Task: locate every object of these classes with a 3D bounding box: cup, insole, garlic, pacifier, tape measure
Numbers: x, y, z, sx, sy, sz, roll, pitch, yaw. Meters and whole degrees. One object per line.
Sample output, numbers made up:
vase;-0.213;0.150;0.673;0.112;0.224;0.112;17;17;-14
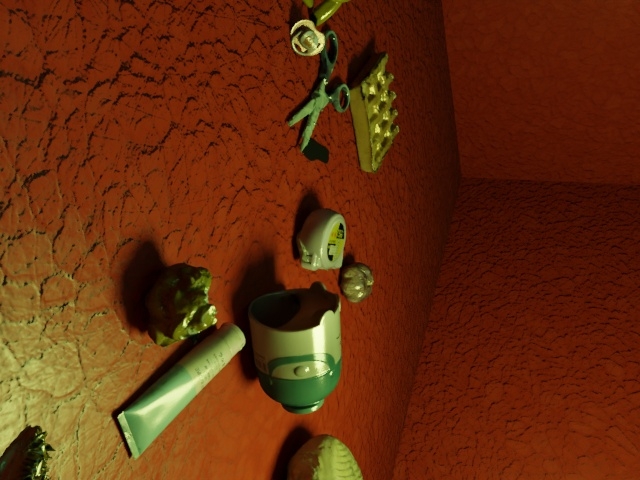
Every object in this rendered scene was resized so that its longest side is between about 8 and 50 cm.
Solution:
cup;-0.061;0.245;1.363;0.289;0.219;0.257;-112;-163;-68
insole;-0.011;-0.257;1.584;0.188;0.004;0.064;4;92;-67
garlic;0.130;0.144;1.878;0.159;0.102;0.147;58;45;-54
pacifier;-0.039;-0.524;1.406;0.099;0.081;0.078;39;23;-39
tape measure;0.002;-0.003;1.564;0.196;0.105;0.178;14;90;-65

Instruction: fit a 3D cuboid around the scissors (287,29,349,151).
scissors;-0.005;-0.402;1.540;0.256;0.029;0.383;72;34;-41

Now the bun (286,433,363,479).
bun;0.005;0.749;1.589;0.326;0.234;0.362;-33;110;-68

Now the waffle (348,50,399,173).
waffle;0.189;-0.449;1.913;0.304;0.077;0.348;-59;146;-43

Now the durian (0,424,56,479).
durian;-0.421;0.384;0.662;0.306;0.166;0.172;-57;175;-37

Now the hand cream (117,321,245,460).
hand cream;-0.269;0.279;1.074;0.312;0.070;0.111;-40;133;-47

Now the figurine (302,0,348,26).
figurine;0.018;-0.699;1.361;0.218;0.169;0.327;-63;150;-9

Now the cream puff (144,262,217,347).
cream puff;-0.255;0.114;0.987;0.156;0.121;0.156;173;-90;-71
